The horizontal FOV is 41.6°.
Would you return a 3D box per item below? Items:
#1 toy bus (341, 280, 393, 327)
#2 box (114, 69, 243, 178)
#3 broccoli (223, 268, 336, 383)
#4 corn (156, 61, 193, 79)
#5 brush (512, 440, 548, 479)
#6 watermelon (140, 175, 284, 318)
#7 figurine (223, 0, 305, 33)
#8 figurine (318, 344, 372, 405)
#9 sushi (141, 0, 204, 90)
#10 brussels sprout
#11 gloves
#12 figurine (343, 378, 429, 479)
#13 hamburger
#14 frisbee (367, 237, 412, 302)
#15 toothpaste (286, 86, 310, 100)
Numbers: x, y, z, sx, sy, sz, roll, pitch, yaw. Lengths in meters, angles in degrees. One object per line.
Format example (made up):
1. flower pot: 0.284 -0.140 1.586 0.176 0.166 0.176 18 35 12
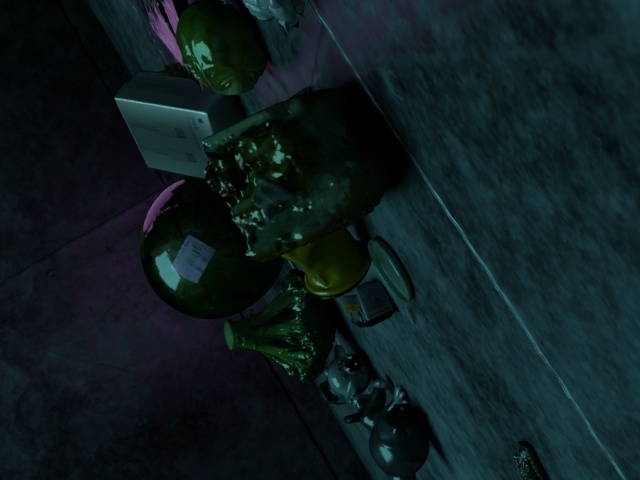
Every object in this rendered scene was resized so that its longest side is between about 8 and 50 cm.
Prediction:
1. toy bus: 0.079 0.111 1.463 0.172 0.057 0.072 139 110 -80
2. box: -0.282 -0.239 1.783 0.251 0.106 0.203 13 142 26
3. broccoli: -0.092 0.204 1.993 0.269 0.269 0.254 61 163 -4
4. corn: -0.286 -0.261 1.974 0.131 0.131 0.344 50 166 43
5. brush: 0.306 0.355 1.126 0.190 0.027 0.034 60 172 -8
6. watermelon: -0.241 0.008 1.913 0.363 0.363 0.363 57 169 17
7. figurine: -0.067 -0.306 0.868 0.137 0.112 0.229 24 162 23
8. figurine: 0.062 0.323 1.965 0.192 0.126 0.147 110 141 -56
9. sushi: -0.292 -0.495 1.540 0.359 0.064 0.343 50 162 48
10. brussels sprout: -0.159 -0.297 1.296 0.155 0.117 0.155 55 159 33
11. gloves: -0.037 -0.051 1.260 0.294 0.116 0.133 55 -162 -35
12. figurine: 0.134 0.383 1.754 0.265 0.140 0.193 29 133 44
13. hamburger: -0.013 -0.088 1.024 0.168 0.192 0.288 67 -158 -3
14. frisbee: 0.105 0.044 1.262 0.110 0.014 0.110 56 170 15
15. toothpaste: -0.038 -0.179 1.257 0.047 0.040 0.196 56 170 -3
